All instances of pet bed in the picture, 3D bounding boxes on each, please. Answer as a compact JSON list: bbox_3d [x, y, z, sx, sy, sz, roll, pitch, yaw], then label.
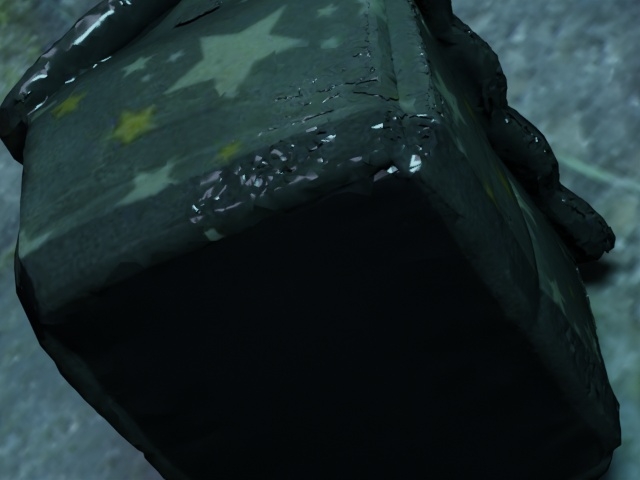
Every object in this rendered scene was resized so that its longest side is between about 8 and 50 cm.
[{"bbox_3d":[0.000,0.000,0.686,0.183,0.211,0.159,-23,43,20],"label":"pet bed"}]
